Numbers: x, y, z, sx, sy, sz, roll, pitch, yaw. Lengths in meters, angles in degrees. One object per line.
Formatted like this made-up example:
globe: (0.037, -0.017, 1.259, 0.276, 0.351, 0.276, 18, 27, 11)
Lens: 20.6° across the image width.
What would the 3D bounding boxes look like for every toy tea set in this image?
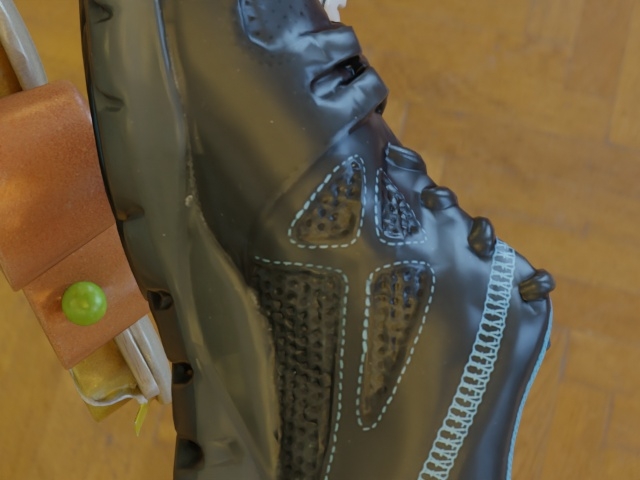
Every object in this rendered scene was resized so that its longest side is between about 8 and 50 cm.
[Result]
toy tea set: (-0.165, -0.010, 0.808, 0.124, 0.336, 0.200, -27, 74, -10)

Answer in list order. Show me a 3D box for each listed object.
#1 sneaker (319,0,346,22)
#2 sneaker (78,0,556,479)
sneaker: (-0.021, -0.251, 1.146, 0.110, 0.118, 0.292, 3, 84, 8)
sneaker: (0.000, 0.000, 0.595, 0.139, 0.125, 0.341, -11, 95, -5)
